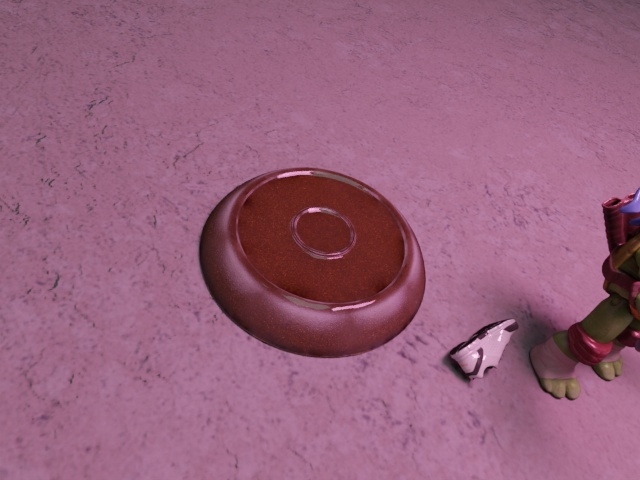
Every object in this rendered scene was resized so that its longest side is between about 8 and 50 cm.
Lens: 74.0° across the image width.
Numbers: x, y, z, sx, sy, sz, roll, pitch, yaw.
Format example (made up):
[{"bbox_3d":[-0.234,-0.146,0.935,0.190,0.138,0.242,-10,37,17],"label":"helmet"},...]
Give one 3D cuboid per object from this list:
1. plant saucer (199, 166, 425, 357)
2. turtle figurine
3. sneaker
[{"bbox_3d":[0.000,0.000,0.565,0.311,0.050,0.310,8,48,-9],"label":"plant saucer"},{"bbox_3d":[0.371,0.101,0.431,0.275,0.266,0.198,34,51,15],"label":"turtle figurine"},{"bbox_3d":[0.206,0.131,0.520,0.109,0.040,0.043,-24,76,-27],"label":"sneaker"}]
